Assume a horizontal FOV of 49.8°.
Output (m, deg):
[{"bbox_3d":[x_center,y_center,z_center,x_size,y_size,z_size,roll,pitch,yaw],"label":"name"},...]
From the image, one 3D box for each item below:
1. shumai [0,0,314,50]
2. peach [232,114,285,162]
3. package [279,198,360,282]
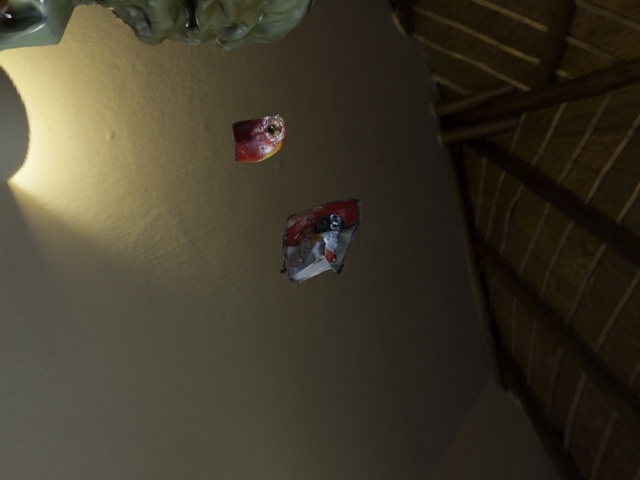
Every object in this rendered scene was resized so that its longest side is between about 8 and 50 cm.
[{"bbox_3d":[-0.095,-0.193,0.336,0.218,0.256,0.189,-12,-95,-10],"label":"shumai"},{"bbox_3d":[-0.081,-0.118,0.821,0.083,0.077,0.050,-3,-82,42],"label":"peach"},{"bbox_3d":[0.000,0.000,1.611,0.194,0.269,0.071,-5,-58,7],"label":"package"}]
